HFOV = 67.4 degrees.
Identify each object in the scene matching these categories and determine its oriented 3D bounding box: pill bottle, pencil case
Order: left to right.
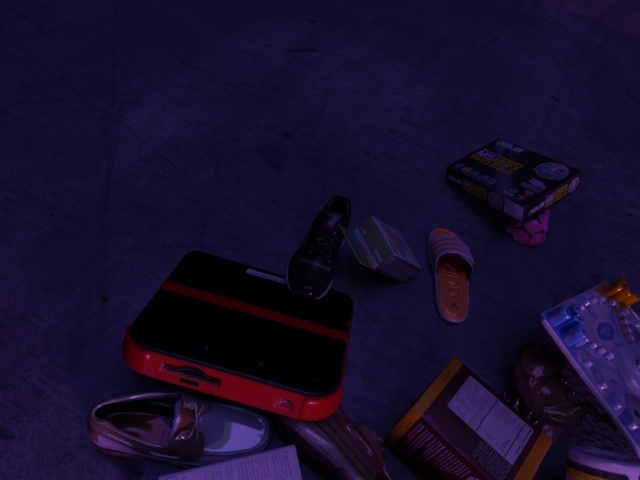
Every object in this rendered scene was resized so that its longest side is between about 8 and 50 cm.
[{"bbox_3d":[0.567,-0.087,1.295,0.098,0.095,0.209,5,43,28],"label":"pencil case"},{"bbox_3d":[0.464,0.457,0.781,0.119,0.119,0.209,8,79,-6],"label":"pill bottle"}]

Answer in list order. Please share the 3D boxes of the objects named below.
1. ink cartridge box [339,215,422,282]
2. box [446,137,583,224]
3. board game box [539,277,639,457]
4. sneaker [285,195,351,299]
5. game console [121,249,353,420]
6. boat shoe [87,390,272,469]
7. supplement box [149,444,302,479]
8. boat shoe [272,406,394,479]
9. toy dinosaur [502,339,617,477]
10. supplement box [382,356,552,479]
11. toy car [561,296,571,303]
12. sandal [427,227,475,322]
[{"bbox_3d":[0.137,0.016,1.057,0.209,0.062,0.109,25,33,-52],"label":"ink cartridge box"},{"bbox_3d":[0.509,-0.169,1.287,0.216,0.060,0.270,-29,42,-19],"label":"box"},{"bbox_3d":[0.652,0.265,0.952,0.389,0.050,0.390,-8,59,-42],"label":"board game box"},{"bbox_3d":[0.000,0.000,1.049,0.107,0.124,0.283,18,40,4],"label":"sneaker"},{"bbox_3d":[-0.132,0.160,0.913,0.386,0.060,0.342,16,26,0],"label":"game console"},{"bbox_3d":[-0.228,0.314,0.796,0.301,0.103,0.113,4,52,-9],"label":"boat shoe"},{"bbox_3d":[-0.139,0.406,0.739,0.219,0.111,0.114,-8,55,-17],"label":"supplement box"},{"bbox_3d":[0.063,0.367,0.809,0.324,0.123,0.116,41,51,19],"label":"boat shoe"},{"bbox_3d":[0.426,0.297,0.945,0.200,0.127,0.296,3,46,-1],"label":"toy dinosaur"},{"bbox_3d":[0.237,0.343,0.817,0.194,0.191,0.129,41,55,20],"label":"supplement box"},{"bbox_3d":[0.590,0.190,1.098,0.040,0.060,0.122,-25,62,-25],"label":"toy car"},{"bbox_3d":[0.317,0.064,1.127,0.101,0.076,0.266,9,51,-6],"label":"sandal"}]
